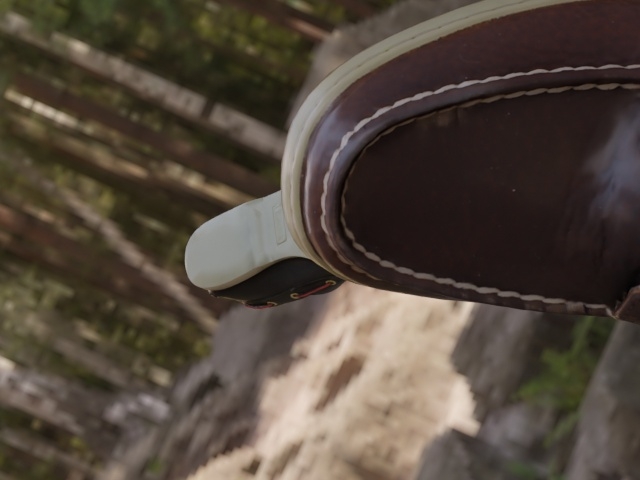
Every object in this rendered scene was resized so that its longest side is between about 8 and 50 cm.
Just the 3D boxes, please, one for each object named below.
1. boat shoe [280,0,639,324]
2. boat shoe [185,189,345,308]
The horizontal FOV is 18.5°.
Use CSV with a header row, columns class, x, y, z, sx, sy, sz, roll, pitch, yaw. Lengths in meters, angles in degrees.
class,x,y,z,sx,sy,sz,roll,pitch,yaw
boat shoe,0.160,-0.021,0.716,0.123,0.342,0.123,-122,34,-68
boat shoe,0.000,-0.002,0.895,0.133,0.042,0.048,-18,61,35
